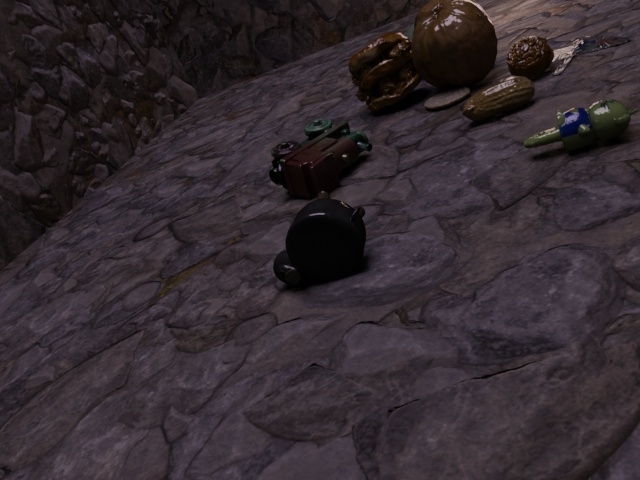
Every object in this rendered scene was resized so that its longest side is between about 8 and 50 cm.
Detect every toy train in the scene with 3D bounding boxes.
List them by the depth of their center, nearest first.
[{"bbox_3d":[0.005,-0.239,1.867,0.221,0.150,0.304,18,45,44],"label":"toy train"}]

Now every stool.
[{"bbox_3d":[-0.005,-0.007,1.351,0.228,0.153,0.139,-17,25,19],"label":"stool"}]

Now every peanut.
[{"bbox_3d":[0.469,-0.376,1.742,0.194,0.083,0.093,-20,23,15],"label":"peanut"}]

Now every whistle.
[{"bbox_3d":[0.542,-0.238,1.378,0.227,0.085,0.105,-13,17,27],"label":"whistle"}]

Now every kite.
[{"bbox_3d":[0.742,-0.552,1.932,0.335,0.011,0.314,-7,29,38],"label":"kite"}]

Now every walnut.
[{"bbox_3d":[0.422,-0.622,2.077,0.285,0.285,0.296,-28,31,-7],"label":"walnut"}]

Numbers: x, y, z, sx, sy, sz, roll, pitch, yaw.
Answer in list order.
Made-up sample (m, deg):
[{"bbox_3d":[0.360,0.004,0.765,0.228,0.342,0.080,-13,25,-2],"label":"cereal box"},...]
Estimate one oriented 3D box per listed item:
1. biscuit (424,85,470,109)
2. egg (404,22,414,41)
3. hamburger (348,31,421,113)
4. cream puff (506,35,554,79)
[{"bbox_3d":[0.393,-0.441,2.037,0.152,0.020,0.152,-22,22,9],"label":"biscuit"},{"bbox_3d":[0.422,-0.708,2.338,0.283,0.203,0.203,-7,29,35],"label":"egg"},{"bbox_3d":[0.230,-0.570,2.195,0.245,0.211,0.260,-34,7,-10],"label":"hamburger"},{"bbox_3d":[0.602,-0.533,1.898,0.126,0.103,0.144,-19,34,37],"label":"cream puff"}]
